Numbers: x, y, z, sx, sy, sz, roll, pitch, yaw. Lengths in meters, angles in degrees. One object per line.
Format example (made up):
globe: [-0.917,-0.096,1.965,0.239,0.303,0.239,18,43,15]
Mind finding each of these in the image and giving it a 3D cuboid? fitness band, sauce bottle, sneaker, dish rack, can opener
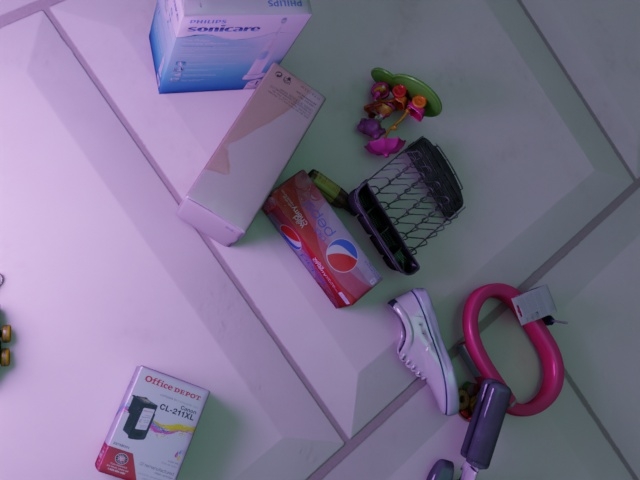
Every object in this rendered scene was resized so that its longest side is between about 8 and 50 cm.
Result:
fitness band: [0.403,0.229,1.342,0.209,0.054,0.290,-34,93,-29]
sauce bottle: [0.025,-0.093,1.276,0.128,0.042,0.042,36,69,-19]
sneaker: [0.201,0.227,1.267,0.091,0.094,0.258,-16,81,-5]
dish rack: [0.193,-0.082,1.307,0.271,0.074,0.208,-40,106,-24]
can opener: [0.280,0.402,1.231,0.095,0.076,0.283,18,89,-4]

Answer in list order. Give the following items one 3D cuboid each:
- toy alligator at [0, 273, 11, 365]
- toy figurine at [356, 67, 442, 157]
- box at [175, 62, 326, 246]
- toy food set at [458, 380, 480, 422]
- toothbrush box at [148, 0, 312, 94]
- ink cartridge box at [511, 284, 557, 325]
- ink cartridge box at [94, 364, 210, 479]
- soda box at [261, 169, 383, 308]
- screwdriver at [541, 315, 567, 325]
toy alligator: [-0.524,0.141,1.011,0.056,0.051,0.189,1,79,-21]
toy figurine: [0.138,-0.255,1.326,0.173,0.130,0.159,33,78,11]
box: [-0.128,-0.154,1.174,0.121,0.148,0.311,33,69,-12]
toy food set: [0.314,0.333,1.315,0.083,0.020,0.083,-32,92,-24]
toothbrush box: [-0.170,-0.376,1.118,0.216,0.295,0.126,-9,83,-22]
ink cartridge box: [0.445,0.139,1.350,0.115,0.029,0.062,-14,82,-30]
ink cartridge box: [-0.279,0.311,1.061,0.127,0.072,0.175,24,72,-15]
soda box: [0.000,0.000,1.226,0.092,0.083,0.263,-39,95,-23]
screwdriver: [0.497,0.169,1.343,0.025,0.170,0.024,-35,84,-4]
